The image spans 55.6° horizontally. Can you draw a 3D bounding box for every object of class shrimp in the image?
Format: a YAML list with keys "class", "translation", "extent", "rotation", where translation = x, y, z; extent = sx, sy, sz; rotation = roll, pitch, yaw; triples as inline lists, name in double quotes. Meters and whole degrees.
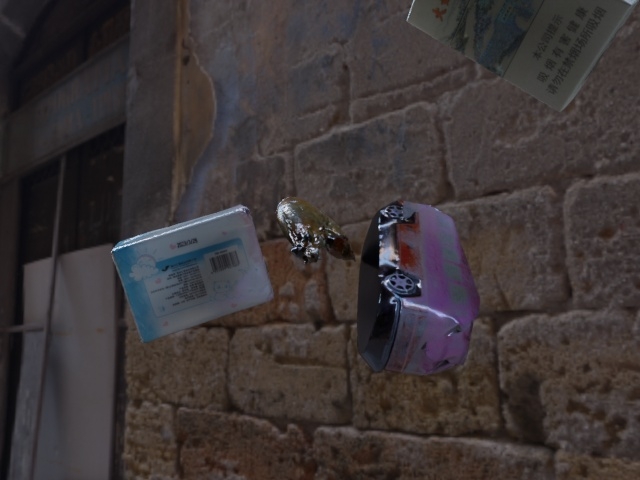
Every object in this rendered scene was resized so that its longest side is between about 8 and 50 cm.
- class: "shrimp"
  translation: [0.000, 0.000, 0.949]
  extent: [0.152, 0.063, 0.287]
  rotation: [36, 10, -15]

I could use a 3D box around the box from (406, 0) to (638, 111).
- class: "box"
  translation: [0.256, -0.308, 0.796]
  extent: [0.256, 0.069, 0.164]
  rotation: [36, -37, 14]

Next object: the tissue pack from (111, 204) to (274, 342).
- class: "tissue pack"
  translation: [-0.246, 0.059, 1.186]
  extent: [0.271, 0.201, 0.124]
  rotation: [-17, 16, -11]

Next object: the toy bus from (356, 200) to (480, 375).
- class: "toy bus"
  translation: [0.135, 0.063, 0.886]
  extent: [0.147, 0.127, 0.302]
  rotation: [10, 34, -3]
